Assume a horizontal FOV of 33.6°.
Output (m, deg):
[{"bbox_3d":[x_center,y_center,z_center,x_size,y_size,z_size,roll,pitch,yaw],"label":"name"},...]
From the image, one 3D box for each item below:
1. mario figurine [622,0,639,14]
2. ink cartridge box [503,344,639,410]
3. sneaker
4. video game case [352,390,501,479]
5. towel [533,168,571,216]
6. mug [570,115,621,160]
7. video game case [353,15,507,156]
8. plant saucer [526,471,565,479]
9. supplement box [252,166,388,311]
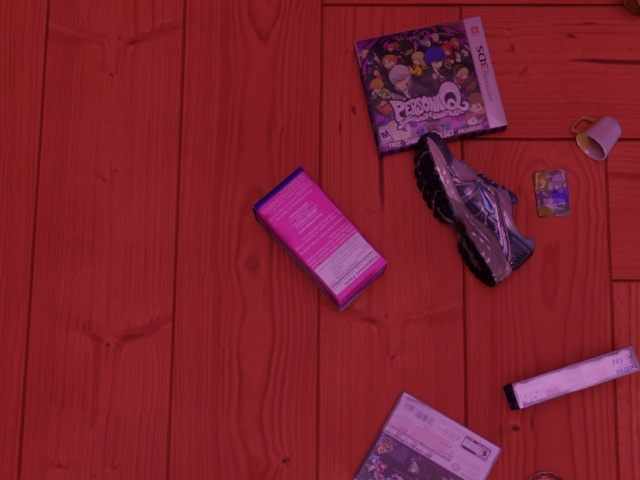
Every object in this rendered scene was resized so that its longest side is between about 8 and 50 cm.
[{"bbox_3d":[0.635,-0.552,1.889,0.320,0.170,0.198,-45,118,4],"label":"mario figurine"},{"bbox_3d":[0.410,0.227,1.739,0.207,0.097,0.046,-17,79,-1],"label":"ink cartridge box"},{"bbox_3d":[0.262,-0.066,1.807,0.122,0.110,0.283,-29,87,-16],"label":"sneaker"},{"bbox_3d":[0.176,0.371,1.756,0.190,0.022,0.173,30,81,6],"label":"video game case"},{"bbox_3d":[0.402,-0.083,1.841,0.060,0.009,0.083,-3,79,0],"label":"towel"},{"bbox_3d":[0.481,-0.188,1.835,0.078,0.062,0.064,45,75,2],"label":"mug"},{"bbox_3d":[0.192,-0.271,1.864,0.232,0.042,0.210,-11,78,-1],"label":"video game case"},{"bbox_3d":[0.372,0.423,1.746,0.083,0.013,0.084,0,80,2],"label":"plant saucer"},{"bbox_3d":[0.000,0.000,1.783,0.114,0.111,0.220,-40,82,-7],"label":"supplement box"}]
